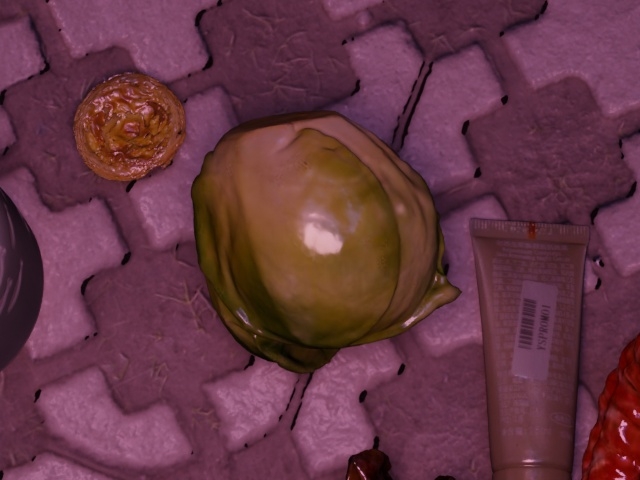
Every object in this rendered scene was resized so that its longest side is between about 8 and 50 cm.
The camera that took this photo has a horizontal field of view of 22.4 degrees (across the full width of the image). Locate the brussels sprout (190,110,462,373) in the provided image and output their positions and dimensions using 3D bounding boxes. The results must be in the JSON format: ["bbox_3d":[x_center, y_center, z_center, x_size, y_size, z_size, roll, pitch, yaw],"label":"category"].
[{"bbox_3d":[-0.003,0.001,1.669,0.227,0.259,0.294,-38,119,-41],"label":"brussels sprout"}]

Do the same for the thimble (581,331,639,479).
[{"bbox_3d":[0.399,0.257,1.602,0.230,0.350,0.350,13,78,-3],"label":"thimble"}]

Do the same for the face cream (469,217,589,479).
[{"bbox_3d":[0.229,0.139,1.753,0.137,0.084,0.341,3,70,-4],"label":"face cream"}]

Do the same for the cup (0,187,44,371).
[{"bbox_3d":[-0.426,0.072,1.630,0.259,0.274,0.357,-3,78,-3],"label":"cup"}]

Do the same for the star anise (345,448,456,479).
[{"bbox_3d":[0.071,0.324,1.685,0.190,0.126,0.220,26,107,3],"label":"star anise"}]

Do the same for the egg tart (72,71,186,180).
[{"bbox_3d":[-0.210,-0.124,1.795,0.128,0.049,0.129,-1,75,2],"label":"egg tart"}]
